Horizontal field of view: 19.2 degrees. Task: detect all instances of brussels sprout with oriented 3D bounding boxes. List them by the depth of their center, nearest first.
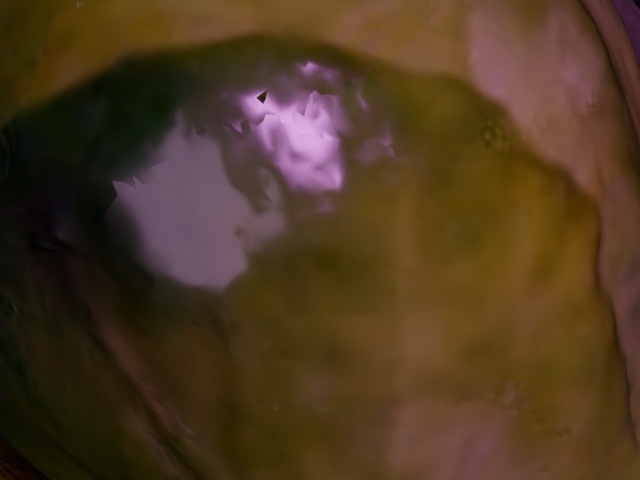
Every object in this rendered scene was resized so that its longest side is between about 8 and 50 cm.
[{"bbox_3d":[0.000,0.000,0.551,0.219,0.210,0.271,-33,98,39],"label":"brussels sprout"}]

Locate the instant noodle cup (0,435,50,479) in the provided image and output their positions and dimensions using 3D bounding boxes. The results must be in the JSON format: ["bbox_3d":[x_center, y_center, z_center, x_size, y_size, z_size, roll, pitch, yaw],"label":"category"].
[{"bbox_3d":[-0.094,0.252,0.620,0.254,0.325,0.325,31,117,13],"label":"instant noodle cup"}]
